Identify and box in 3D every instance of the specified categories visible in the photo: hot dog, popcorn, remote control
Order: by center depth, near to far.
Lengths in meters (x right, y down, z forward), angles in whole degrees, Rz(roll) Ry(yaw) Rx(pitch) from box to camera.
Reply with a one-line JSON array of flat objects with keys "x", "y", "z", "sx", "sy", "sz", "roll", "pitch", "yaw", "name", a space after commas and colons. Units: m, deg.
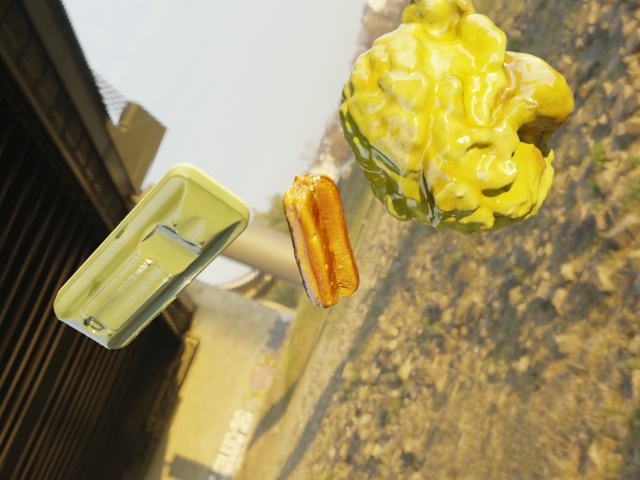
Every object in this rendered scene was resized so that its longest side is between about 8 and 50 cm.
[{"x": 0.137, "y": -0.132, "z": 0.927, "sx": 0.206, "sy": 0.237, "sz": 0.251, "roll": -43, "pitch": -39, "yaw": -78, "name": "popcorn"}, {"x": 0.000, "y": 0.000, "z": 0.990, "sx": 0.071, "sy": 0.045, "sz": 0.165, "roll": -29, "pitch": -57, "yaw": -23, "name": "hot dog"}, {"x": -0.240, "y": 0.034, "z": 1.234, "sx": 0.335, "sy": 0.128, "sz": 0.065, "roll": -42, "pitch": 22, "yaw": 29, "name": "remote control"}]
